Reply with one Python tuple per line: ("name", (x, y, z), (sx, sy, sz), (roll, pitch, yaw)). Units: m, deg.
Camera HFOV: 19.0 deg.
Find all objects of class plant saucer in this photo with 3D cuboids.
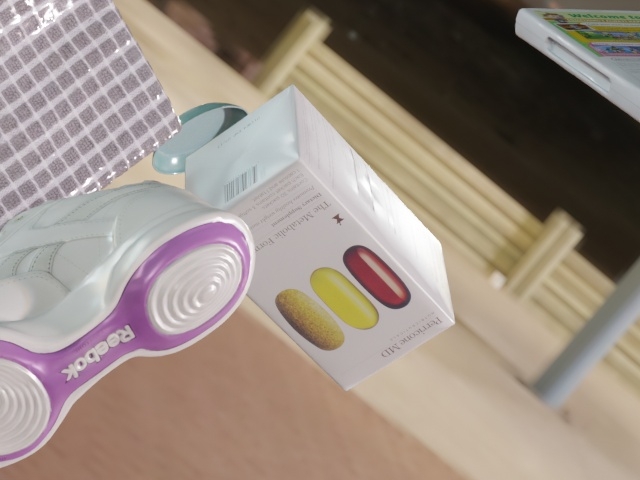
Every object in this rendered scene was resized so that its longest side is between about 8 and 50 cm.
("plant saucer", (-0.134, -0.116, 2.084), (0.021, 0.119, 0.119), (59, 16, 21))

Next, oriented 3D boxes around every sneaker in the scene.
("sneaker", (-0.197, 0.054, 1.285), (0.152, 0.305, 0.114), (39, -31, 50))

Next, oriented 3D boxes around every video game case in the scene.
("video game case", (0.271, -0.121, 1.334), (0.212, 0.023, 0.193), (-2, 25, -22))

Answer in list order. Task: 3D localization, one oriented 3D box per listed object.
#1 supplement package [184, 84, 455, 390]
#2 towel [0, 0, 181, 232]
("supplement package", (0.000, 0.000, 1.814), (0.244, 0.139, 0.134), (45, 22, -29))
("towel", (-0.271, -0.122, 1.602), (0.121, 0.284, 0.235), (-3, -58, 59))
